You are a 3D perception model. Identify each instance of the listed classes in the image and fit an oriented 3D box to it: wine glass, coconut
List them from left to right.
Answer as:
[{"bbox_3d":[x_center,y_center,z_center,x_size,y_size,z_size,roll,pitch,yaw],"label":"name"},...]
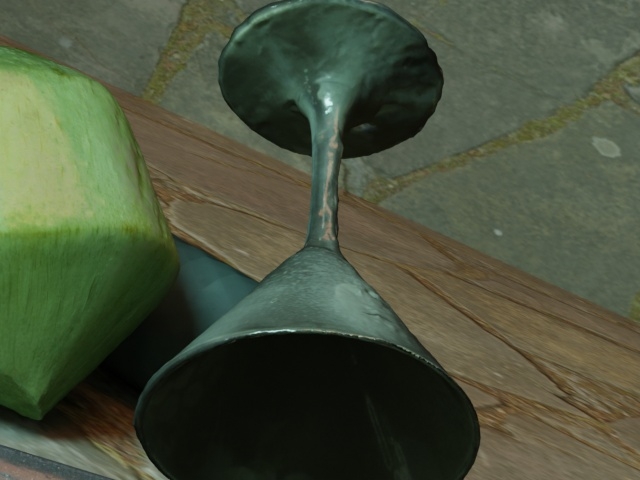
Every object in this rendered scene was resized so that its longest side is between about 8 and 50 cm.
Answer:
[{"bbox_3d":[-0.274,-0.001,1.614,0.328,0.281,0.328,53,20,-30],"label":"coconut"},{"bbox_3d":[0.000,0.000,1.592,0.267,0.267,0.406,17,49,-16],"label":"wine glass"}]

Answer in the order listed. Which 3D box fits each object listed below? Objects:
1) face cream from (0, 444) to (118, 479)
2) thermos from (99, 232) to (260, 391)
[{"bbox_3d":[-0.154,0.200,1.325,0.283,0.073,0.073,18,11,-9],"label":"face cream"},{"bbox_3d":[-0.074,0.103,1.758,0.286,0.145,0.182,28,23,27],"label":"thermos"}]
